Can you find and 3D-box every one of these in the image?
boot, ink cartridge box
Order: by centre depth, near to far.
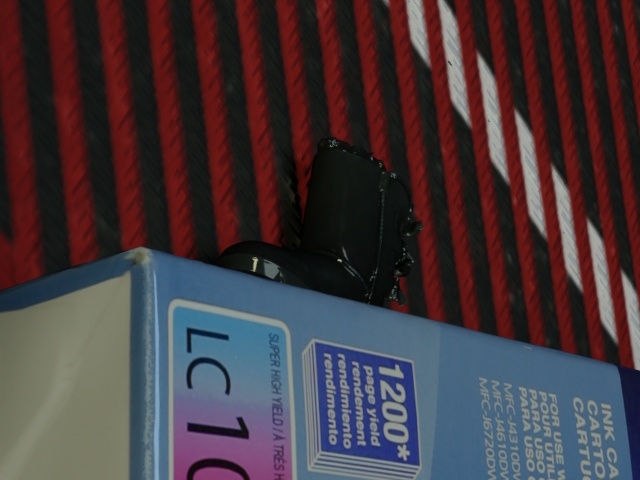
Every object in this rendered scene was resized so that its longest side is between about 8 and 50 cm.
[{"bbox_3d":[0.024,0.174,0.747,0.395,0.151,0.270,16,68,-48],"label":"ink cartridge box"},{"bbox_3d":[0.000,0.000,0.847,0.121,0.045,0.099,40,54,-45],"label":"boot"}]
